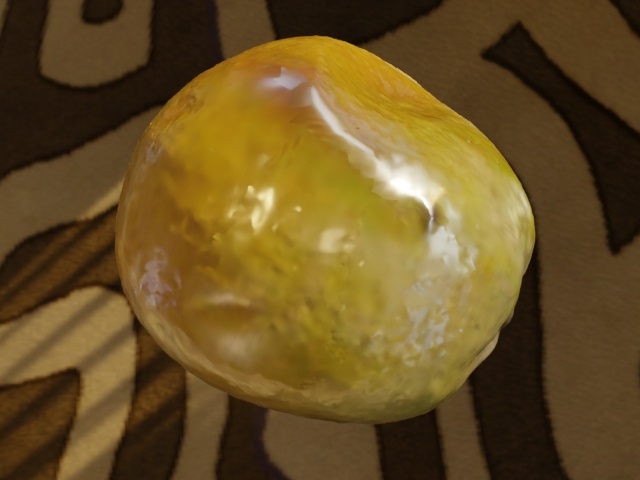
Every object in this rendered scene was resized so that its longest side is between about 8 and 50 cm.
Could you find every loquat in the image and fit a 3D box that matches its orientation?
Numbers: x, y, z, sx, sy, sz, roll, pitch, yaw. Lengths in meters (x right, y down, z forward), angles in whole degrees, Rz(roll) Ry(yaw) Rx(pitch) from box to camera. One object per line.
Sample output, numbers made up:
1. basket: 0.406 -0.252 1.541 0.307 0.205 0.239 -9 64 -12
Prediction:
1. loquat: 0.000 0.000 0.838 0.284 0.276 0.276 31 100 10
